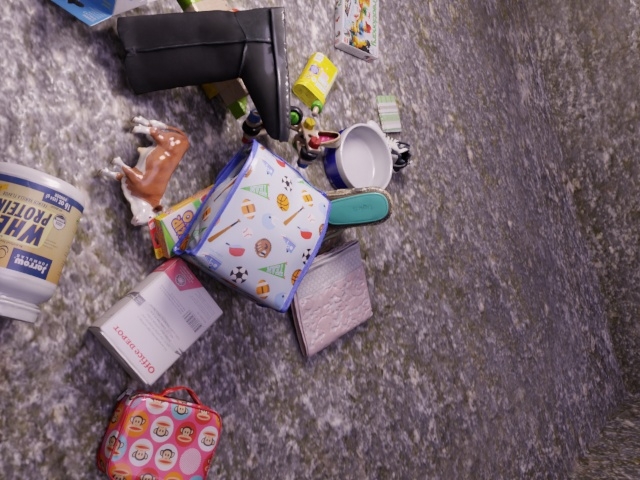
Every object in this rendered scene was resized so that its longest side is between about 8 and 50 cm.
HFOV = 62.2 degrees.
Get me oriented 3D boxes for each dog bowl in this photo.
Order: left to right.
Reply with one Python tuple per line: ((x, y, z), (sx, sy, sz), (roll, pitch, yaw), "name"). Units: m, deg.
((0.141, -0.293, 1.974), (0.264, 0.104, 0.265), (5, 81, -39), "dog bowl")

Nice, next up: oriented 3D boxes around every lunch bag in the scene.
((-0.415, 0.517, 1.417), (0.293, 0.120, 0.259), (29, 67, -32), "lunch bag")
((-0.171, -0.044, 1.509), (0.327, 0.238, 0.386), (36, 74, -28), "lunch bag")

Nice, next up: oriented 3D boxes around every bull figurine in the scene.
((-0.480, -0.192, 1.459), (0.188, 0.101, 0.311), (37, 64, -34), "bull figurine")

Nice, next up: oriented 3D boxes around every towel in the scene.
((0.041, 0.195, 1.832), (0.331, 0.053, 0.317), (-25, 113, -36), "towel")
((0.277, -0.516, 2.168), (0.113, 0.023, 0.152), (-13, 91, -41), "towel")

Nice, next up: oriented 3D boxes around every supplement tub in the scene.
((-0.688, 0.010, 1.189), (0.228, 0.228, 0.317), (23, 71, -35), "supplement tub")

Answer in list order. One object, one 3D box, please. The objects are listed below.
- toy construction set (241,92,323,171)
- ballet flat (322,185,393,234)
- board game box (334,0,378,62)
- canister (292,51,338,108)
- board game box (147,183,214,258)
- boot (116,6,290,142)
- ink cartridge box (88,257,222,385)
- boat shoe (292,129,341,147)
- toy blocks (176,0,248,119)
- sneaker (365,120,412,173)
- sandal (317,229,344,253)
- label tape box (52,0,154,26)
((-0.105, -0.345, 1.733), (0.237, 0.257, 0.309), (-78, 169, -48), "toy construction set")
((-0.003, -0.092, 1.753), (0.481, 0.182, 0.164), (-7, 99, 0), "ballet flat")
((0.144, -0.877, 2.079), (0.192, 0.053, 0.306), (7, 80, -39), "board game box")
((-0.014, -0.573, 1.903), (0.126, 0.073, 0.170), (39, 61, -29), "canister")
((-0.376, -0.054, 1.520), (0.259, 0.039, 0.124), (-38, 134, -42), "board game box")
((-0.309, -0.446, 1.465), (0.444, 0.146, 0.368), (-3, 98, -1), "boot")
((-0.440, 0.214, 1.434), (0.283, 0.117, 0.207), (-46, 113, -33), "ink cartridge box")
((-0.012, -0.357, 1.839), (0.169, 0.059, 0.063), (-2, 68, -3), "boat shoe")
((-0.264, -0.607, 1.659), (0.382, 0.190, 0.261), (58, 43, -15), "toy blocks")
((0.278, -0.374, 2.063), (0.094, 0.153, 0.235), (-38, 108, -37), "sneaker")
((0.002, 0.000, 1.825), (0.302, 0.120, 0.087), (-24, 116, -39), "sandal")
((-0.545, -0.710, 1.389), (0.240, 0.106, 0.333), (35, 53, 17), "label tape box")
